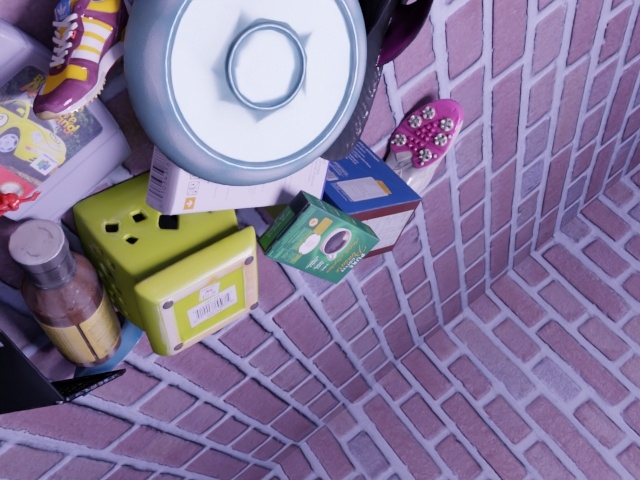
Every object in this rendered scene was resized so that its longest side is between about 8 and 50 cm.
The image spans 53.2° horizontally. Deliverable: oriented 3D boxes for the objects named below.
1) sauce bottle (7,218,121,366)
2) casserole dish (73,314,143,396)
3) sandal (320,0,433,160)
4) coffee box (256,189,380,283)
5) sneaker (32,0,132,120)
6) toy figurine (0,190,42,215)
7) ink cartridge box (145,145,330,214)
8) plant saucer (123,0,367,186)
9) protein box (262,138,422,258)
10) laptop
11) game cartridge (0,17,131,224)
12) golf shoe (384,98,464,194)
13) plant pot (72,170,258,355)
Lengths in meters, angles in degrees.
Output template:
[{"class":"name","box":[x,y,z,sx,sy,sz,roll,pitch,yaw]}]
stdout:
[{"class":"sauce bottle","box":[-0.374,0.085,0.951,0.111,0.111,0.344,-29,157,-23]},{"class":"casserole dish","box":[-0.386,0.198,1.158,0.188,0.114,0.037,-44,113,8]},{"class":"sandal","box":[0.094,-0.320,0.897,0.167,0.107,0.446,-7,118,-52]},{"class":"coffee box","box":[0.000,0.000,1.007,0.113,0.040,0.184,-48,139,17]},{"class":"sneaker","box":[-0.266,-0.210,0.689,0.084,0.069,0.185,61,38,-42]},{"class":"toy figurine","box":[-0.410,-0.010,0.593,0.191,0.217,0.362,-21,154,-4]},{"class":"ink cartridge box","box":[-0.085,-0.194,0.897,0.307,0.072,0.303,-11,119,-53]},{"class":"plant saucer","box":[-0.071,-0.210,0.768,0.317,0.044,0.317,-13,118,-26]},{"class":"protein box","box":[0.034,-0.075,1.176,0.201,0.200,0.136,-13,141,-42]},{"class":"laptop","box":[-0.483,0.196,0.991,0.234,0.136,0.264,-12,-179,14]},{"class":"game cartridge","box":[-0.362,-0.134,0.758,0.196,0.060,0.294,-45,152,-2]},{"class":"golf shoe","box":[0.206,-0.178,1.367,0.140,0.115,0.306,-21,154,-53]},{"class":"plant pot","box":[-0.222,0.035,1.008,0.228,0.207,0.227,-29,149,-24]}]
